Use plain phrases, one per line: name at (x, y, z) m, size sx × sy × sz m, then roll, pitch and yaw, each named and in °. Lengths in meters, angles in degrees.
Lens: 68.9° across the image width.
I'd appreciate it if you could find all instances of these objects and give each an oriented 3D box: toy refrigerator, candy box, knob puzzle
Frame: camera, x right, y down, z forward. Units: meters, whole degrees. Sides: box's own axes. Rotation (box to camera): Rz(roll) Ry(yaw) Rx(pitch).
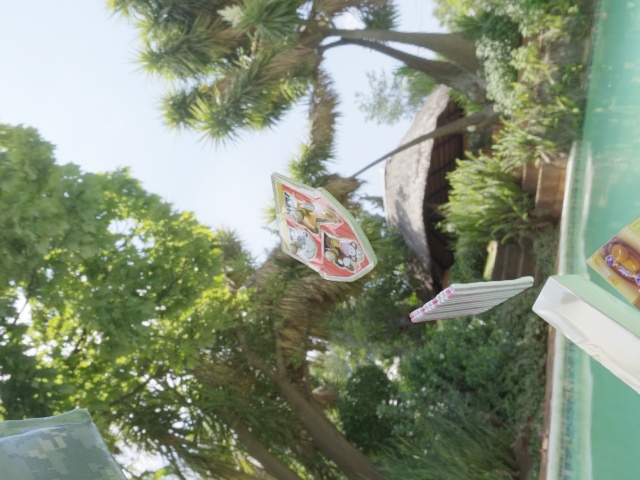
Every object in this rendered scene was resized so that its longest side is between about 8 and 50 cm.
toy refrigerator at (0.540, 0.175, 0.861) m, size 0.102 × 0.269 × 0.094 m, roll 0°, pitch -60°, yaw -30°
candy box at (0.527, 0.063, 0.720) m, size 0.053 × 0.186 × 0.109 m, roll -27°, pitch -25°, yaw -24°
knob puzzle at (0.000, 0.000, 0.730) m, size 0.030 × 0.213 × 0.213 m, roll -43°, pitch -44°, yaw -33°

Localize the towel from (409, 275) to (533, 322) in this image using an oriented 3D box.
towel at (0.254, 0.101, 0.816) m, size 0.197 × 0.144 × 0.029 m, roll 115°, pitch 148°, yaw -64°

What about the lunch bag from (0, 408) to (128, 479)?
lunch bag at (-0.199, 0.287, 0.250) m, size 0.169 × 0.235 × 0.287 m, roll 25°, pitch -85°, yaw -55°
